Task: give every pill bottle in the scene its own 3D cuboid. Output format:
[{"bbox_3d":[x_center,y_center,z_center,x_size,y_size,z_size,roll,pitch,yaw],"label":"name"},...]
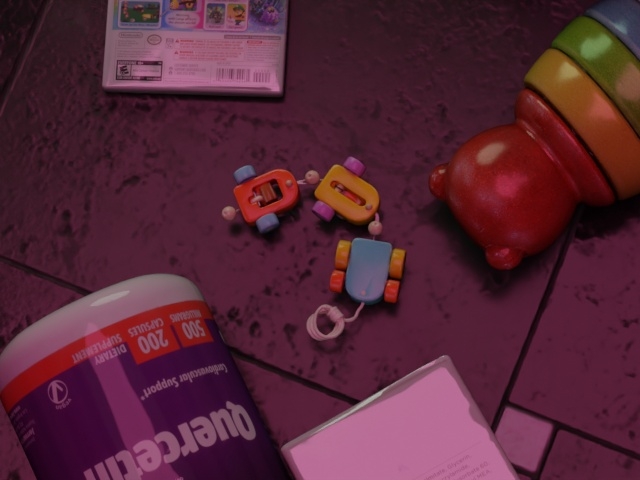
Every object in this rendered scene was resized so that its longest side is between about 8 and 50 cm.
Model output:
[{"bbox_3d":[-0.116,0.200,1.506,0.181,0.181,0.323,-26,79,-3],"label":"pill bottle"}]

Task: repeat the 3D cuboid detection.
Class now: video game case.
[{"bbox_3d":[-0.106,-0.196,1.669,0.157,0.019,0.143,2,78,4],"label":"video game case"}]

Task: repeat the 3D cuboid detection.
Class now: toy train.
[{"bbox_3d":[0.000,0.000,1.613,0.125,0.046,0.166,-29,76,-2],"label":"toy train"}]

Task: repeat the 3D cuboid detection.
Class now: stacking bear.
[{"bbox_3d":[0.227,-0.098,1.569,0.289,0.164,0.175,-39,79,-1],"label":"stacking bear"}]

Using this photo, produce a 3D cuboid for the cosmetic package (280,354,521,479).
[{"bbox_3d":[0.078,0.210,1.510,0.151,0.151,0.184,-28,80,-3],"label":"cosmetic package"}]
